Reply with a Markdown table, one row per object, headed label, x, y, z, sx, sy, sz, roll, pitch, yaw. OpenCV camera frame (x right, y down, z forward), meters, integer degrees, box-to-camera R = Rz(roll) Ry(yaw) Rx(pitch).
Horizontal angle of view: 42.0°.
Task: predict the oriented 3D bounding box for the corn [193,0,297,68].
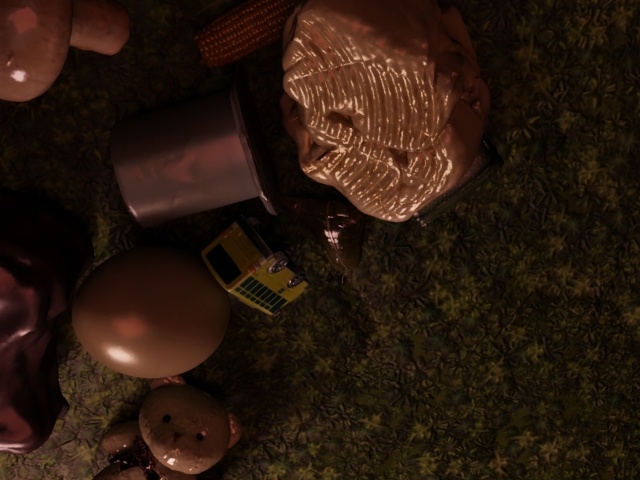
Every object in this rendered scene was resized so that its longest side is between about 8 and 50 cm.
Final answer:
| label | x | y | z | sx | sy | sz | roll | pitch | yaw |
| --- | --- | --- | --- | --- | --- | --- | --- | --- | --- |
| corn | -0.070 | -0.290 | 1.085 | 0.207 | 0.068 | 0.068 | -26 | 118 | 5 |

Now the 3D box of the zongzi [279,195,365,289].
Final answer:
| label | x | y | z | sx | sy | sz | roll | pitch | yaw |
| --- | --- | --- | --- | --- | --- | --- | --- | --- | --- |
| zongzi | 0.000 | 0.000 | 1.262 | 0.130 | 0.062 | 0.154 | 8 | 132 | 7 |

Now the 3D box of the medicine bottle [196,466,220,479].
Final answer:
| label | x | y | z | sx | sy | sz | roll | pitch | yaw |
| --- | --- | --- | --- | --- | --- | --- | --- | --- | --- |
| medicine bottle | -0.197 | 0.452 | 1.350 | 0.107 | 0.191 | 0.107 | -5 | 116 | -9 |

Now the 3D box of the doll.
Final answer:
| label | x | y | z | sx | sy | sz | roll | pitch | yaw |
| --- | --- | --- | --- | --- | --- | --- | --- | --- | --- |
| doll | -0.263 | 0.352 | 1.294 | 0.175 | 0.149 | 0.278 | 37 | 94 | -5 |

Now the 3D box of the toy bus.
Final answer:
| label | x | y | z | sx | sy | sz | roll | pitch | yaw |
| --- | --- | --- | --- | --- | --- | --- | --- | --- | --- |
| toy bus | -0.088 | 0.040 | 1.183 | 0.101 | 0.088 | 0.175 | -41 | 155 | 2 |

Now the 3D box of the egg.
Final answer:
| label | x | y | z | sx | sy | sz | roll | pitch | yaw |
| --- | --- | --- | --- | --- | --- | --- | --- | --- | --- |
| egg | -0.233 | 0.099 | 1.159 | 0.242 | 0.186 | 0.186 | -5 | 126 | -55 |

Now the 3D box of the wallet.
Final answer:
| label | x | y | z | sx | sy | sz | roll | pitch | yaw |
| --- | --- | --- | --- | --- | --- | --- | --- | --- | --- |
| wallet | 0.136 | -0.149 | 1.202 | 0.160 | 0.055 | 0.236 | -39 | 109 | 12 |

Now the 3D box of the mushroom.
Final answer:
| label | x | y | z | sx | sy | sz | roll | pitch | yaw |
| --- | --- | --- | --- | --- | --- | --- | --- | --- | --- |
| mushroom | -0.337 | -0.255 | 0.981 | 0.209 | 0.206 | 0.206 | 32 | 106 | -30 |

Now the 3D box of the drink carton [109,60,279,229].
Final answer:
| label | x | y | z | sx | sy | sz | roll | pitch | yaw |
| --- | --- | --- | --- | --- | --- | --- | --- | --- | --- |
| drink carton | -0.166 | -0.114 | 1.094 | 0.190 | 0.191 | 0.185 | -12 | 119 | 2 |

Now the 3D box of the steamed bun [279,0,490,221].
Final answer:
| label | x | y | z | sx | sy | sz | roll | pitch | yaw |
| --- | --- | --- | --- | --- | --- | --- | --- | --- | --- |
| steamed bun | 0.078 | -0.203 | 1.048 | 0.289 | 0.203 | 0.276 | 40 | 136 | -12 |

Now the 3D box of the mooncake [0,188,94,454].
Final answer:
| label | x | y | z | sx | sy | sz | roll | pitch | yaw |
| --- | --- | --- | --- | --- | --- | --- | --- | --- | --- |
| mooncake | -0.499 | 0.125 | 1.134 | 0.351 | 0.212 | 0.381 | 2 | 113 | -5 |
